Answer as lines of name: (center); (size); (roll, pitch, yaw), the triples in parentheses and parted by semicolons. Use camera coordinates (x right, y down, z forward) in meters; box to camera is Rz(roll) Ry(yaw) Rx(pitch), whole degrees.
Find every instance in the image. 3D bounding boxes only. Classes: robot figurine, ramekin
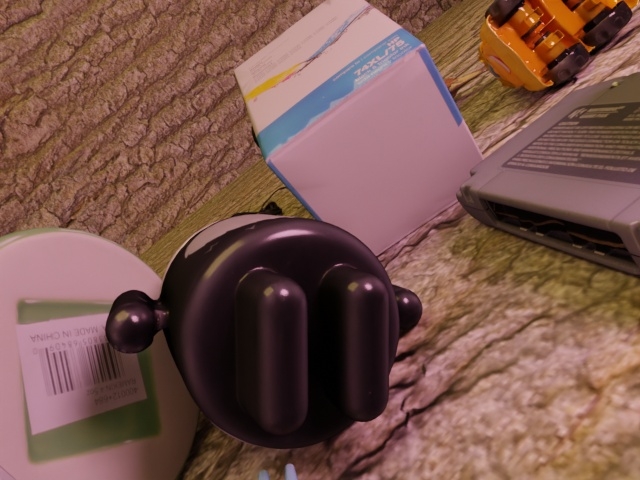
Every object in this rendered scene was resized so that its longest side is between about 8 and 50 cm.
robot figurine: (-0.044, 0.060, 0.459); (0.173, 0.209, 0.278); (-54, 19, -10)
ramekin: (-0.252, 0.135, 0.495); (0.148, 0.303, 0.303); (-21, 21, 27)

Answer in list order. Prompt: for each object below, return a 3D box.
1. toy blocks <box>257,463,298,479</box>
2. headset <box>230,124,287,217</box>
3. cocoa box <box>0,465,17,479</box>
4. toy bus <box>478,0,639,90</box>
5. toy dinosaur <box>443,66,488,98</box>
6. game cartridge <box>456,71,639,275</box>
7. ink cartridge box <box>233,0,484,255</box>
toy blocks: (-0.049, 0.189, 0.294); (0.123, 0.054, 0.148); (-21, 15, -4)
headset: (-0.058, -0.173, 1.068); (0.185, 0.243, 0.394); (-17, -29, -36)
cocoa box: (-0.217, 0.253, 0.180); (0.228, 0.231, 0.347); (-41, 16, -12)
toy bus: (0.314, -0.306, 0.821); (0.220, 0.149, 0.211); (-44, 4, -14)
toy dinosaur: (0.247, -0.291, 1.038); (0.212, 0.064, 0.112); (-21, 22, 45)
game cartridge: (0.248, -0.068, 0.426); (0.196, 0.060, 0.294); (-41, 16, -1)
ink cartridge box: (0.038, -0.153, 0.691); (0.197, 0.198, 0.270); (-35, 38, 9)
